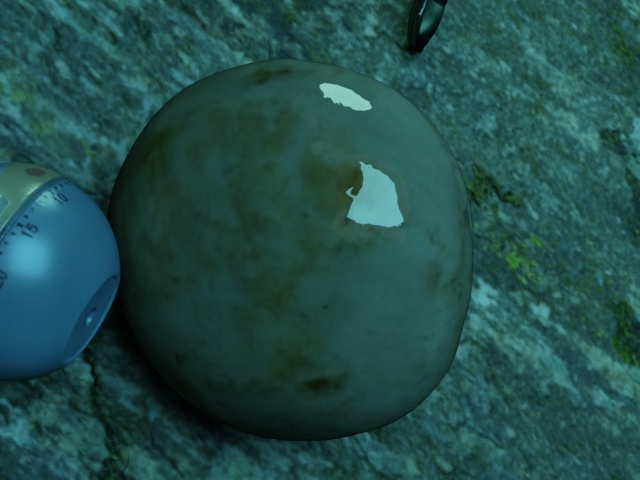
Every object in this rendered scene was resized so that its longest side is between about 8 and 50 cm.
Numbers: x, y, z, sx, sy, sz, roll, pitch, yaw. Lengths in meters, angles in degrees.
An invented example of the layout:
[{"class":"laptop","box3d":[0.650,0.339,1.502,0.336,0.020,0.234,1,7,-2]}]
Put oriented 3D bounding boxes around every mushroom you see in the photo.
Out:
[{"class":"mushroom","box3d":[0.000,0.000,1.468,0.290,0.297,0.297,-25,87,-58]}]

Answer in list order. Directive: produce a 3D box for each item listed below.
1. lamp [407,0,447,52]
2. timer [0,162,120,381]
[{"class":"lamp","box3d":[0.038,-0.320,1.647,0.283,0.124,0.203,29,64,-25]},{"class":"timer","box3d":[-0.259,-0.009,1.370,0.255,0.175,0.175,41,58,-13]}]
